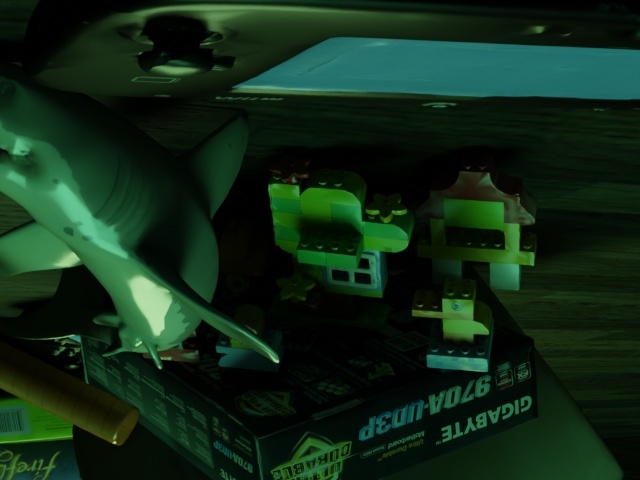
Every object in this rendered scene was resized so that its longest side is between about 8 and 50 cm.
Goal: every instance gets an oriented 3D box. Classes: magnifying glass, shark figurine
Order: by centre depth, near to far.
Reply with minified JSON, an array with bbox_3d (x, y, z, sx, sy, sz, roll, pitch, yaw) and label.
[{"bbox_3d":[-0.075,-0.006,0.706,0.166,0.116,0.278,29,160,4],"label":"shark figurine"},{"bbox_3d":[-0.197,0.043,0.786,0.231,0.026,0.092,27,171,10],"label":"magnifying glass"}]

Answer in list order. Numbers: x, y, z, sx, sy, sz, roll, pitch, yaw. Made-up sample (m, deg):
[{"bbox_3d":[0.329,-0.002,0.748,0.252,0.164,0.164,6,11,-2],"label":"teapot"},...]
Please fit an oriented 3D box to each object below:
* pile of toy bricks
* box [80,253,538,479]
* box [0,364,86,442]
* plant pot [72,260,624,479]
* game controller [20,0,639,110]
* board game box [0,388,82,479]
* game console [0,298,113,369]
[{"bbox_3d":[0.000,0.000,0.796,0.212,0.118,0.105,4,132,11],"label":"pile of toy bricks"},{"bbox_3d":[-0.012,0.069,0.885,0.175,0.051,0.220,-16,-158,-29],"label":"box"},{"bbox_3d":[-0.191,0.126,1.314,0.109,0.042,0.178,-7,-175,22],"label":"box"},{"bbox_3d":[0.037,0.163,1.064,0.280,0.323,0.323,-37,165,4],"label":"plant pot"},{"bbox_3d":[0.067,-0.068,0.515,0.319,0.067,0.166,0,168,-20],"label":"game controller"},{"bbox_3d":[-0.218,0.164,1.406,0.165,0.042,0.243,-3,-171,-5],"label":"board game box"},{"bbox_3d":[-0.203,0.072,1.162,0.361,0.044,0.213,-9,168,18],"label":"game console"}]
